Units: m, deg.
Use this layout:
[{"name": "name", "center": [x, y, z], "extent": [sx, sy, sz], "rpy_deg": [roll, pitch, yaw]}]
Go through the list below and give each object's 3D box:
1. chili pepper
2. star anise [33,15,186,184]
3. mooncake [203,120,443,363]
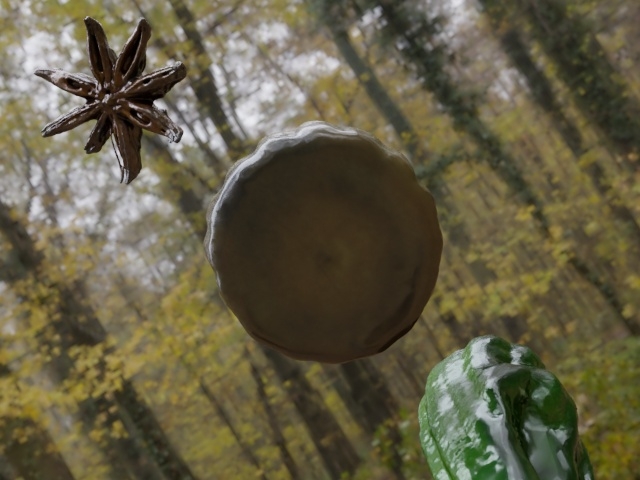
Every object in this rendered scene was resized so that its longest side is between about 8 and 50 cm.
[{"name": "chili pepper", "center": [0.240, 0.249, 1.462], "extent": [0.213, 0.168, 0.385], "rpy_deg": [2, 24, -6]}, {"name": "star anise", "center": [-0.166, -0.120, 0.946], "extent": [0.141, 0.141, 0.042], "rpy_deg": [-35, 1, 19]}, {"name": "mooncake", "center": [0.000, 0.000, 1.405], "extent": [0.290, 0.290, 0.161], "rpy_deg": [-32, 5, -1]}]
